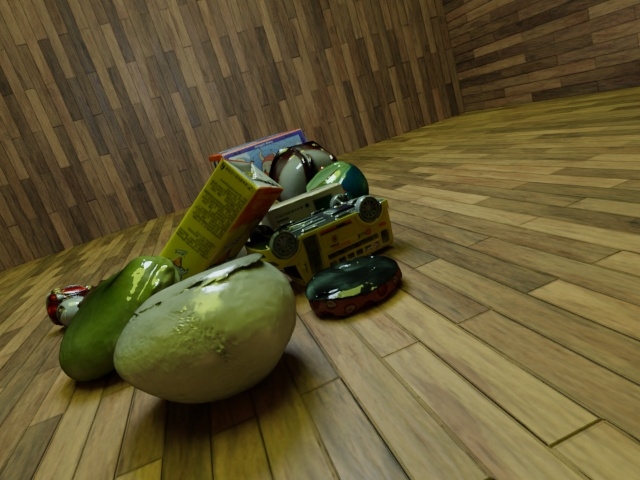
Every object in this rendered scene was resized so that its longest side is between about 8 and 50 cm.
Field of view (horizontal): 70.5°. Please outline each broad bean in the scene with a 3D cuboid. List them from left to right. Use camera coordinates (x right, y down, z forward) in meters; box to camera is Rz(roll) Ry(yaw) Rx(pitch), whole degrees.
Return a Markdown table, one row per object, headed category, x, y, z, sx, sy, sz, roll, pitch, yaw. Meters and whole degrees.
| category | x | y | z | sx | sy | sz | roll | pitch | yaw |
| --- | --- | --- | --- | --- | --- | --- | --- | --- | --- |
| broad bean | -0.399 | 0.148 | 0.906 | 0.291 | 0.119 | 0.238 | -47 | 33 | -3 |

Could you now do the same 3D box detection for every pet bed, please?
| category | x | y | z | sx | sy | sz | roll | pitch | yaw |
| --- | --- | --- | --- | --- | --- | --- | --- | --- | --- |
| pet bed | 0.061 | 0.081 | 0.878 | 0.202 | 0.053 | 0.201 | -17 | 16 | 5 |

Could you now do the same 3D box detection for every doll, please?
| category | x | y | z | sx | sy | sz | roll | pitch | yaw |
| --- | --- | --- | --- | --- | --- | --- | --- | --- | --- |
| doll | 0.042 | -0.128 | 1.393 | 0.199 | 0.186 | 0.321 | -32 | 18 | 36 |

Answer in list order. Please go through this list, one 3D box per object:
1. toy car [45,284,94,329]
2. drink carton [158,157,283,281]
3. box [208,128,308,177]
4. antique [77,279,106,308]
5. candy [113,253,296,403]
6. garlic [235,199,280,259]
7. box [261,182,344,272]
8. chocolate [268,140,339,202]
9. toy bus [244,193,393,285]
| category | x | y | z | sx | sy | sz | roll | pitch | yaw |
| --- | --- | --- | --- | --- | --- | --- | --- | --- | --- |
| toy car | -0.667 | 0.187 | 1.247 | 0.139 | 0.112 | 0.112 | -17 | 27 | -36 |
| drink carton | -0.245 | -0.010 | 1.026 | 0.351 | 0.111 | 0.154 | -52 | -10 | 15 |
| box | -0.222 | -0.253 | 1.859 | 0.349 | 0.318 | 0.257 | -23 | 16 | -22 |
| antique | -0.503 | 0.136 | 1.189 | 0.144 | 0.121 | 0.257 | -10 | 16 | 34 |
| candy | -0.162 | 0.140 | 0.676 | 0.296 | 0.185 | 0.295 | -28 | 3 | 1 |
| garlic | -0.191 | 0.001 | 1.200 | 0.144 | 0.112 | 0.318 | 10 | 48 | 29 |
| box | -0.029 | -0.034 | 1.157 | 0.212 | 0.167 | 0.095 | -23 | 14 | -19 |
| chocolate | -0.024 | -0.210 | 1.589 | 0.284 | 0.283 | 0.186 | -22 | 16 | -16 |
| toy bus | 0.000 | 0.000 | 1.041 | 0.330 | 0.151 | 0.144 | -23 | 17 | -24 |
